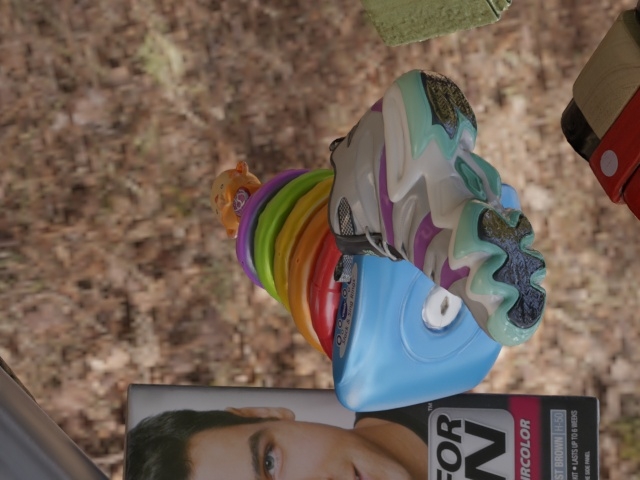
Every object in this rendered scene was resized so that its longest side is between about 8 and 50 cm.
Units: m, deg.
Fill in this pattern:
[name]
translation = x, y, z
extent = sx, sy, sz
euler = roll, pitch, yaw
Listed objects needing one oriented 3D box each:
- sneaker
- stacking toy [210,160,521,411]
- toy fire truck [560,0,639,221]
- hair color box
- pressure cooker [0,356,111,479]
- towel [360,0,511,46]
[sneaker]
translation = 0.030, 0.001, 0.530
extent = 0.038, 0.069, 0.098
euler = 13, 50, -46
[stacking toy]
translation = 0.000, 0.000, 1.301
extent = 0.165, 0.302, 0.175
euler = -5, 112, -38
[toy fire truck]
translation = 0.268, -0.011, 0.901
extent = 0.217, 0.158, 0.246
euler = -1, 50, -31
[hair color box]
translation = 0.029, 0.216, 1.313
extent = 0.113, 0.374, 0.185
euler = 114, -22, -78
[pressure cooker]
translation = -0.331, 0.201, 1.036
extent = 0.370, 0.375, 0.420
euler = -47, 118, -15
[towel]
translation = 0.097, -0.238, 1.532
extent = 0.110, 0.148, 0.027
euler = 56, 44, -25
